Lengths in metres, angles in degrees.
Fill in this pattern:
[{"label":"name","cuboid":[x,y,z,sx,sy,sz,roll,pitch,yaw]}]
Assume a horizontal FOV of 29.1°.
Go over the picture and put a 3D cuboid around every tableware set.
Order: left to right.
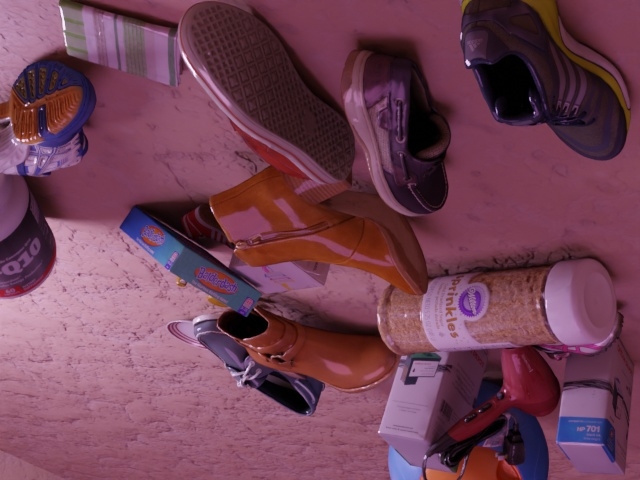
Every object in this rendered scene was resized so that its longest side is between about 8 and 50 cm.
[{"label":"tableware set","cuboid":[-0.178,0.089,2.157,0.154,0.024,0.104,21,158,-14]}]

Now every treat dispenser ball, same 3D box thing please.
[{"label":"treat dispenser ball","cuboid":[0.267,0.395,2.222,0.288,0.288,0.288,13,155,6]}]

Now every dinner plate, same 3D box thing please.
[{"label":"dinner plate","cuboid":[-0.228,0.180,2.376,0.141,0.017,0.141,13,154,6]}]

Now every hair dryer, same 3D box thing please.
[{"label":"hair dryer","cuboid":[0.288,0.271,1.956,0.223,0.293,0.080,-9,-148,-37]}]

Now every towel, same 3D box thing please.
[{"label":"towel","cuboid":[-0.241,-0.244,1.507,0.152,0.023,0.113,17,153,1]}]

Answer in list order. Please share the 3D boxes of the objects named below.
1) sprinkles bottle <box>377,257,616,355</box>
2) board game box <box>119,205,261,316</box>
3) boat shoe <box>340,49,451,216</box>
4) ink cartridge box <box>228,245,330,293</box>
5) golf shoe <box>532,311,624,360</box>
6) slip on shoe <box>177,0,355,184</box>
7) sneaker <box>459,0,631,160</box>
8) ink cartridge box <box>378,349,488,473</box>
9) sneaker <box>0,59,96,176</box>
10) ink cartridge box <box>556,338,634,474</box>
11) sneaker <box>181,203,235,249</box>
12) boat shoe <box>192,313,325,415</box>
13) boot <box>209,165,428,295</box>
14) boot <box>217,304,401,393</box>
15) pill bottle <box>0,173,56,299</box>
[{"label":"sprinkles bottle","cuboid":[0.253,0.103,1.821,0.355,0.121,0.121,-9,146,42]},{"label":"board game box","cuboid":[-0.203,0.031,1.906,0.160,0.047,0.210,34,179,-36]},{"label":"boat shoe","cuboid":[0.109,-0.119,1.471,0.092,0.103,0.285,7,148,29]},{"label":"ink cartridge box","cuboid":[-0.049,0.014,1.844,0.143,0.092,0.090,-11,144,42]},{"label":"golf shoe","cuboid":[0.381,0.138,1.884,0.086,0.067,0.186,28,152,-22]},{"label":"slip on shoe","cuboid":[-0.075,-0.165,1.468,0.101,0.123,0.331,3,157,33]},{"label":"sneaker","cuboid":[0.228,-0.158,1.293,0.111,0.121,0.300,-9,146,42]},{"label":"ink cartridge box","cuboid":[0.192,0.254,2.057,0.092,0.219,0.160,5,153,29]},{"label":"sneaker","cuboid":[-0.362,-0.161,1.678,0.131,0.112,0.296,11,163,-36]},{"label":"ink cartridge box","cuboid":[0.437,0.258,1.955,0.082,0.191,0.139,-1,151,28]},{"label":"sneaker","cuboid":[-0.162,-0.011,1.912,0.118,0.042,0.067,40,143,-28]},{"label":"boat shoe","cuboid":[-0.112,0.234,2.312,0.116,0.099,0.319,-21,138,38]},{"label":"boot","cuboid":[0.000,0.000,1.718,0.211,0.104,0.295,-23,127,25]},{"label":"boot","cuboid":[-0.021,0.173,2.139,0.283,0.109,0.220,4,157,38]},{"label":"pill bottle","cuboid":[-0.522,-0.033,1.930,0.161,0.161,0.283,11,155,8]}]
